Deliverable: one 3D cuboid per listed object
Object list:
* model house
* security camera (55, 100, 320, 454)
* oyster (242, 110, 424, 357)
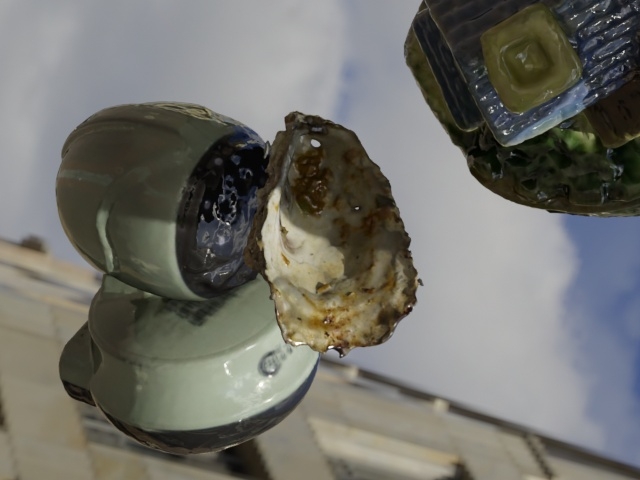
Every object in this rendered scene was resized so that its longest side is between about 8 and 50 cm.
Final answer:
[{"bbox_3d":[0.232,-0.149,1.391,0.321,0.261,0.266,-27,180,7],"label":"model house"},{"bbox_3d":[-0.109,0.012,1.463,0.191,0.197,0.277,17,-47,33],"label":"security camera"},{"bbox_3d":[0.000,-0.008,1.209,0.056,0.105,0.177,102,-30,-67],"label":"oyster"}]
